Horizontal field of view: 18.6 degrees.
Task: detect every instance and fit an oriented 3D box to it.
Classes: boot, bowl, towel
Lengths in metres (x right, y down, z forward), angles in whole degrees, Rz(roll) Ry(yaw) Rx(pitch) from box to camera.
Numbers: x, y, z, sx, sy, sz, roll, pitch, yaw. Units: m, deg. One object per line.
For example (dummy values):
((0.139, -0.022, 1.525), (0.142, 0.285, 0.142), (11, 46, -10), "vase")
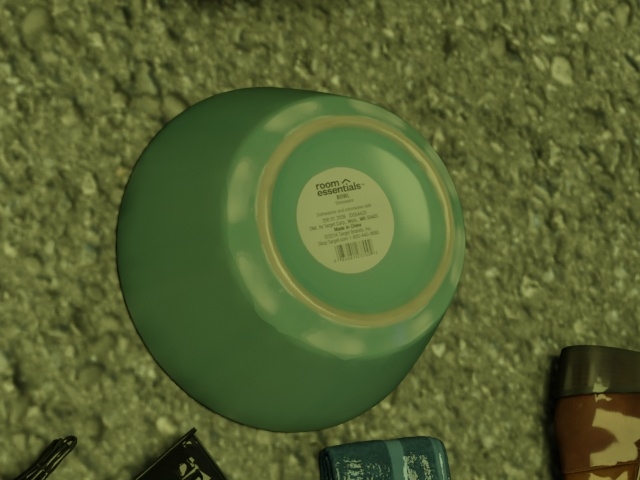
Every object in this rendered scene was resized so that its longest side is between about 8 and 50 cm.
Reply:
((0.331, 0.250, 1.796), (0.264, 0.096, 0.280), (10, 75, -23), "boot")
((0.000, 0.000, 1.660), (0.312, 0.163, 0.311), (6, 76, -25), "bowl")
((0.059, 0.207, 1.714), (0.119, 0.029, 0.067), (-3, 79, -25), "towel")

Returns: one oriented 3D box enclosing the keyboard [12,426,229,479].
((-0.206, 0.265, 1.577), (0.317, 0.033, 0.201), (-40, 103, -28), "keyboard")
